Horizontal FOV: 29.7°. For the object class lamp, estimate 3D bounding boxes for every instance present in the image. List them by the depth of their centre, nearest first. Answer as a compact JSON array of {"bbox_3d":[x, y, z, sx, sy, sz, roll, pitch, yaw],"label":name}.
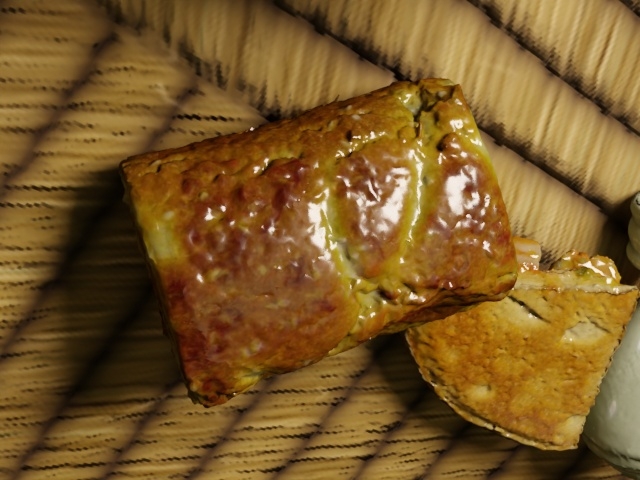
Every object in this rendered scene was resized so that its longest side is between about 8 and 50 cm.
[{"bbox_3d":[0.212,0.060,0.732,0.106,0.106,0.193,-8,114,-18],"label":"lamp"}]

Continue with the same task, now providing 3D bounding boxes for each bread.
[{"bbox_3d":[0.000,0.000,0.590,0.172,0.103,0.132,-17,97,-9],"label":"bread"}]

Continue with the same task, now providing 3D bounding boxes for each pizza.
[{"bbox_3d":[0.121,0.054,0.703,0.134,0.046,0.175,-24,125,13],"label":"pizza"}]
